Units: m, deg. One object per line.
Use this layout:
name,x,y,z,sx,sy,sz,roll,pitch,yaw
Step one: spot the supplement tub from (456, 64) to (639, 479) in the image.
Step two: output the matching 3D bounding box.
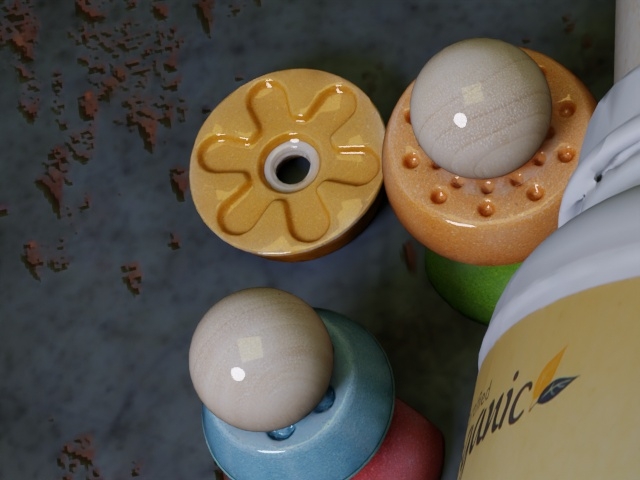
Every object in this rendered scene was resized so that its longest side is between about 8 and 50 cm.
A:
supplement tub,0.141,0.119,0.530,0.228,0.228,0.316,5,61,18

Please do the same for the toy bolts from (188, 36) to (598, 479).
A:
toy bolts,0.000,0.000,0.867,0.218,0.158,0.228,21,74,23

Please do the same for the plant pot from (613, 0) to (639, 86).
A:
plant pot,0.247,-0.107,0.779,0.334,0.334,0.305,7,80,19
